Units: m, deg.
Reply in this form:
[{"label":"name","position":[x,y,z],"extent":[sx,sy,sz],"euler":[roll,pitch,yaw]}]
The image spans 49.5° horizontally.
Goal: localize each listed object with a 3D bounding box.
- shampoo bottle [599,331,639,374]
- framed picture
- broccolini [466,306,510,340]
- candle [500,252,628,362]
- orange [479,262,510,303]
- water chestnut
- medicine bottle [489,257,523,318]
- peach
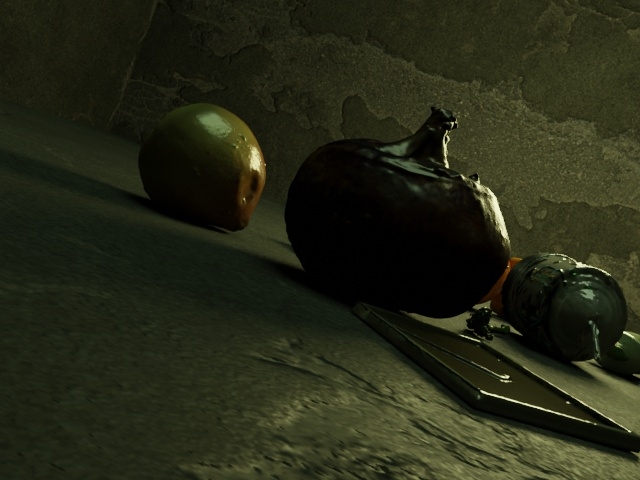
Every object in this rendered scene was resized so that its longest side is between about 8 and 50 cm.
[{"label":"shampoo bottle","position":[0.636,0.234,1.460],"extent":[0.118,0.087,0.234],"euler":[28,7,34]},{"label":"framed picture","position":[0.178,0.141,0.776],"extent":[0.211,0.020,0.289],"euler":[20,5,-23]},{"label":"broccolini","position":[0.285,0.143,1.189],"extent":[0.052,0.054,0.194],"euler":[3,-7,25]},{"label":"candle","position":[0.466,0.131,1.297],"extent":[0.187,0.188,0.330],"euler":[21,5,-6]},{"label":"orange","position":[0.326,0.059,1.590],"extent":[0.224,0.170,0.224],"euler":[36,-4,3]},{"label":"water chestnut","position":[0.128,-0.050,1.034],"extent":[0.350,0.302,0.350],"euler":[17,5,-2]},{"label":"medicine bottle","position":[0.539,0.144,1.701],"extent":[0.222,0.149,0.112],"euler":[19,5,-34]},{"label":"peach","position":[-0.194,-0.113,1.176],"extent":[0.232,0.233,0.232],"euler":[21,4,-2]}]
